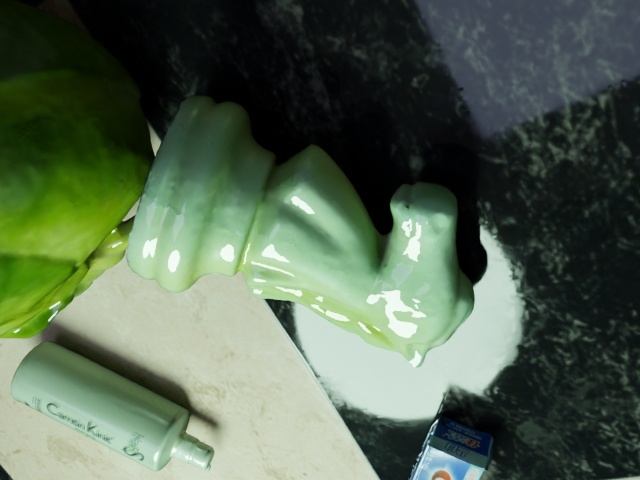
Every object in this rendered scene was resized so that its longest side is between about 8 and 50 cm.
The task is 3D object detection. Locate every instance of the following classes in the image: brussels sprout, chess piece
[{"bbox_3d":[-0.342,-0.053,0.641,0.371,0.315,0.276,-44,72,42],"label":"brussels sprout"},{"bbox_3d":[0.000,0.000,0.607,0.298,0.176,0.176,21,126,-4],"label":"chess piece"}]

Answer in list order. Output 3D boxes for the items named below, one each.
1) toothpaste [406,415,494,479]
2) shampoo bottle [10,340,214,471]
[{"bbox_3d":[0.116,0.311,0.781,0.066,0.053,0.272,22,125,12],"label":"toothpaste"},{"bbox_3d":[-0.253,0.217,0.875,0.262,0.085,0.085,24,126,9],"label":"shampoo bottle"}]
